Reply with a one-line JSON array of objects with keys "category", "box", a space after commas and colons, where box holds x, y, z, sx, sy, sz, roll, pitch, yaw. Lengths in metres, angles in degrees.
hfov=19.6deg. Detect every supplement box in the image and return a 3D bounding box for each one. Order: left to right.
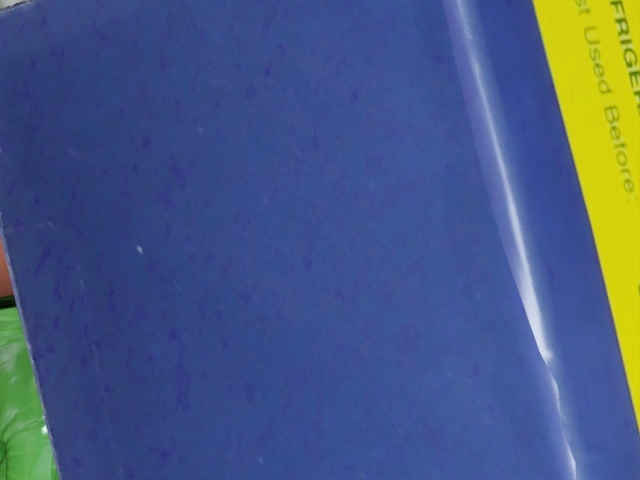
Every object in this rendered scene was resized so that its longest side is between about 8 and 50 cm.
[{"category": "supplement box", "box": [0.098, -0.012, 0.586, 0.195, 0.356, 0.194, -14, 89, 46]}]

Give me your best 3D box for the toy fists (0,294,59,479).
[{"category": "toy fists", "box": [-0.114, 0.100, 1.009, 0.279, 0.096, 0.142, -6, 96, 44]}]
